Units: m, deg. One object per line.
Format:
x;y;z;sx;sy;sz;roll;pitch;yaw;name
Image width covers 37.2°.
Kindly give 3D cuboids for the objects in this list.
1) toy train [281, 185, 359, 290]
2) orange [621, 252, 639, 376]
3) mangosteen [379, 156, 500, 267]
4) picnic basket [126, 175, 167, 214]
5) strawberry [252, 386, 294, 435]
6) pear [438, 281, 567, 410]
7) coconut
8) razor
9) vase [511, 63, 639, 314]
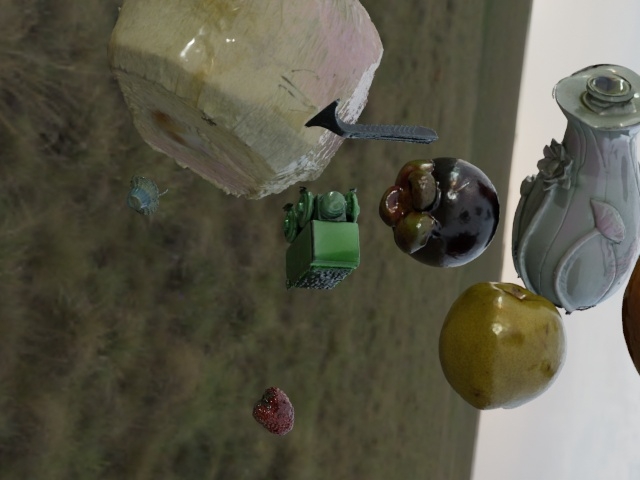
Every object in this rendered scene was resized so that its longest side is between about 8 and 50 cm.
0.000;0.000;1.948;0.243;0.132;0.188;133;-42;-66;toy train
0.471;0.071;0.973;0.312;0.312;0.312;6;90;-79;orange
0.204;-0.051;1.629;0.210;0.210;0.210;6;90;-79;mangosteen
-0.337;-0.089;1.807;0.083;0.065;0.083;-55;153;-53;picnic basket
-0.091;0.347;1.914;0.096;0.083;0.083;58;28;-24;strawberry
0.283;0.171;1.511;0.209;0.209;0.209;6;90;-79;pear
-0.104;-0.286;1.402;0.404;0.404;0.404;6;90;-79;coconut
0.074;-0.136;1.190;0.190;0.066;0.033;4;66;-38;razor
0.484;-0.092;1.713;0.250;0.250;0.445;-72;165;-47;vase
